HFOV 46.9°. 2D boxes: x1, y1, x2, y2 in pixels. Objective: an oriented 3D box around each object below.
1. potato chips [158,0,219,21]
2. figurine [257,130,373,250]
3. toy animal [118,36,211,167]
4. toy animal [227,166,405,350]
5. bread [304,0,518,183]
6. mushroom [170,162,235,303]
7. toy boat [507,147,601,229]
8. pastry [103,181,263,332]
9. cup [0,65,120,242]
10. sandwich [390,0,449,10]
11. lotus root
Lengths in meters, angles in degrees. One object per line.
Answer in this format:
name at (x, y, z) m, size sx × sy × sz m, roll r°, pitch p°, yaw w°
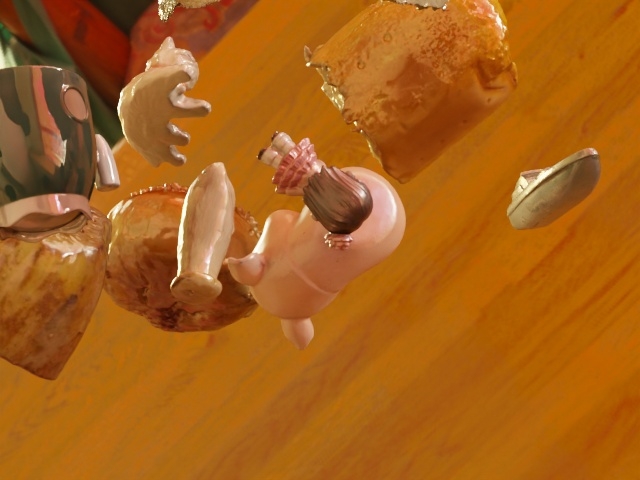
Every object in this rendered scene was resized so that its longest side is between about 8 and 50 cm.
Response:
potato chips at (-0.272, -0.506, 1.444) m, size 0.228 × 0.059 × 0.167 m, roll 6°, pitch 86°, yaw 42°
figurine at (-0.007, -0.052, 0.731) m, size 0.129 × 0.054 × 0.072 m, roll 39°, pitch 89°, yaw 4°
toy animal at (-0.398, -0.350, 1.896) m, size 0.266 × 0.308 × 0.188 m, roll -20°, pitch 55°, yaw 8°
toy animal at (0.008, 0.008, 1.015) m, size 0.250 × 0.154 × 0.166 m, roll -43°, pitch 98°, yaw -8°
bread at (0.178, -0.357, 1.461) m, size 0.394 × 0.250 × 0.361 m, roll -39°, pitch 71°, yaw 24°
mushroom at (-0.196, -0.009, 1.259) m, size 0.108 × 0.096 × 0.246 m, roll -16°, pitch 54°, yaw 38°
toy boat at (0.335, -0.080, 1.072) m, size 0.078 × 0.260 × 0.085 m, roll -10°, pitch 77°, yaw -6°
pastry at (-0.305, 0.039, 1.671) m, size 0.410 × 0.409 × 0.245 m, roll -8°, pitch 50°, yaw 21°
cup at (-0.342, -0.094, 0.878) m, size 0.168 × 0.300 × 0.173 m, roll -20°, pitch 78°, yaw 21°
sandwich at (0.066, -0.400, 0.781) m, size 0.131 × 0.325 × 0.262 m, roll 13°, pitch 47°, yaw 33°
lotus root at (-0.464, 0.034, 1.106) m, size 0.316 × 0.316 × 0.250 m, roll 37°, pitch 94°, yaw 30°
